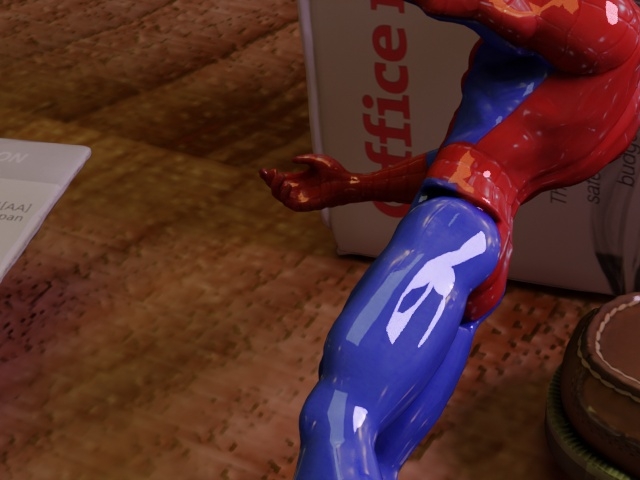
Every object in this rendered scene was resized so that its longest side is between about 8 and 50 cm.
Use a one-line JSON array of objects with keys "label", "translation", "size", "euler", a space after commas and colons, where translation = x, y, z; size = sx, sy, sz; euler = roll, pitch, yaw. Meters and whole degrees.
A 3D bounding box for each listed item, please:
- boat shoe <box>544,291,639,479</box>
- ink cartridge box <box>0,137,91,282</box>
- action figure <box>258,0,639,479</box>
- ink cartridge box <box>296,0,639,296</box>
[{"label": "boat shoe", "translation": [0.220, 0.041, 0.404], "size": [0.307, 0.104, 0.111], "euler": [7, 38, 16]}, {"label": "ink cartridge box", "translation": [-0.258, 0.049, 0.493], "size": [0.296, 0.066, 0.261], "euler": [7, 38, 16]}, {"label": "action figure", "translation": [0.000, 0.000, 0.401], "size": [0.139, 0.091, 0.280], "euler": [26, 73, 20]}, {"label": "ink cartridge box", "translation": [0.156, -0.095, 0.497], "size": [0.307, 0.223, 0.129], "euler": [9, 38, 20]}]
